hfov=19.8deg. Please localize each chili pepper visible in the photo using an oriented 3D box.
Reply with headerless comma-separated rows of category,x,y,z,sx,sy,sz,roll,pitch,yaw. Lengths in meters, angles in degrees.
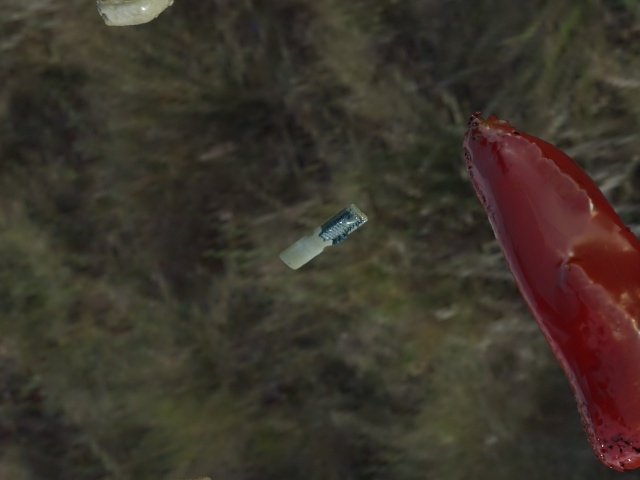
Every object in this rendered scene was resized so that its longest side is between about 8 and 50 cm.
chili pepper,0.218,0.060,1.417,0.387,0.110,0.110,63,146,13

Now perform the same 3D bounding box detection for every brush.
brush,0.000,0.000,1.190,0.016,0.013,0.083,39,139,-16

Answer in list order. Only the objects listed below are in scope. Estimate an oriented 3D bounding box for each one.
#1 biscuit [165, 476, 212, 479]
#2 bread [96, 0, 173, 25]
biscuit,-0.115,0.218,1.482,0.188,0.056,0.052,134,122,-77
bread,-0.112,-0.254,1.364,0.039,0.182,0.251,57,-179,-41
